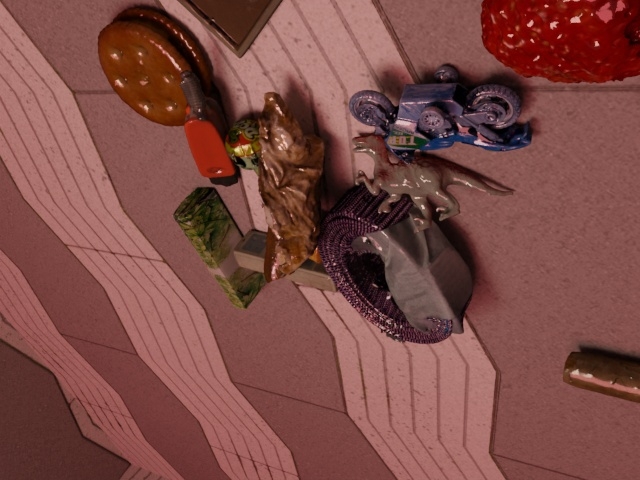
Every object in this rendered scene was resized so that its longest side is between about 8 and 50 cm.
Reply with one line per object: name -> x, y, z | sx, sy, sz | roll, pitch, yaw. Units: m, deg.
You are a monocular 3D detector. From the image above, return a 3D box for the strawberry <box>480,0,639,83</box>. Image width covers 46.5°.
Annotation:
strawberry -> 0.269, -0.271, 0.739 | 0.257, 0.257, 0.277 | 47, 159, -17

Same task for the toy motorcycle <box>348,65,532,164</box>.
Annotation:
toy motorcycle -> 0.169, -0.167, 1.065 | 0.254, 0.092, 0.136 | 3, 144, 25

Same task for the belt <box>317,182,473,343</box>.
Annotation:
belt -> 0.130, 0.045, 1.324 | 0.260, 0.122, 0.325 | 3, 132, 47

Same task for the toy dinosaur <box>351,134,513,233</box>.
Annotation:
toy dinosaur -> 0.173, -0.099, 1.167 | 0.242, 0.167, 0.053 | -8, 174, 18

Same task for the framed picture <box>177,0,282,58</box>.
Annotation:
framed picture -> -0.191, -0.450, 1.080 | 0.335, 0.022, 0.247 | 41, 144, -9

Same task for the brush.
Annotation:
brush -> -0.200, -0.183, 1.314 | 0.070, 0.051, 0.323 | 1, 152, 7

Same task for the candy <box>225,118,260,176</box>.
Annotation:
candy -> -0.097, -0.103, 1.382 | 0.091, 0.083, 0.305 | 47, 166, 39

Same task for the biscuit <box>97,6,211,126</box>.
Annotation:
biscuit -> -0.292, -0.300, 1.306 | 0.220, 0.066, 0.220 | 23, 145, 17

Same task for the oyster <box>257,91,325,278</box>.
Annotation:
oyster -> -0.048, -0.083, 1.259 | 0.110, 0.166, 0.341 | 0, 109, -3

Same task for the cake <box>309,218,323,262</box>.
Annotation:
cake -> 0.000, 0.000, 1.408 | 0.044, 0.084, 0.084 | 22, 144, 20

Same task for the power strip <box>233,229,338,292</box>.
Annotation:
power strip -> -0.061, 0.039, 1.505 | 0.272, 0.078, 0.052 | 14, 139, 28

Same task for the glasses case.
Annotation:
glasses case -> -0.212, 0.020, 1.593 | 0.062, 0.095, 0.272 | 7, 137, 40

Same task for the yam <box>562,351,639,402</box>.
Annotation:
yam -> 0.592, 0.252, 1.220 | 0.371, 0.083, 0.083 | 12, 140, 27

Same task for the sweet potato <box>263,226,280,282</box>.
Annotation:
sweet potato -> -0.057, -0.031, 1.400 | 0.077, 0.077, 0.244 | 23, 115, 16
